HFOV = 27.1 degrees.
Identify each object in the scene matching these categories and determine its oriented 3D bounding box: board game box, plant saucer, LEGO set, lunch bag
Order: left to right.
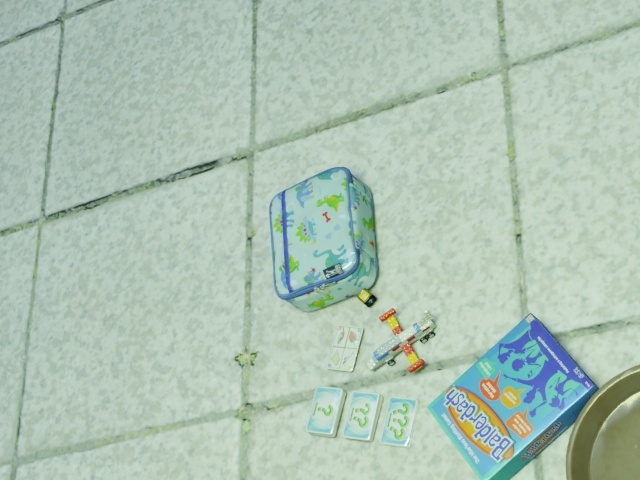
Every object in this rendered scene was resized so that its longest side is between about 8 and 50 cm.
[{"bbox_3d":[0.000,0.000,2.193,0.176,0.090,0.219,-20,55,27],"label":"lunch bag"},{"bbox_3d":[0.078,0.188,2.061,0.182,0.060,0.244,4,68,31],"label":"LEGO set"},{"bbox_3d":[0.277,0.231,1.908,0.210,0.047,0.160,-44,50,7],"label":"board game box"},{"bbox_3d":[0.461,0.292,1.757,0.278,0.041,0.278,-15,59,27],"label":"plant saucer"}]
